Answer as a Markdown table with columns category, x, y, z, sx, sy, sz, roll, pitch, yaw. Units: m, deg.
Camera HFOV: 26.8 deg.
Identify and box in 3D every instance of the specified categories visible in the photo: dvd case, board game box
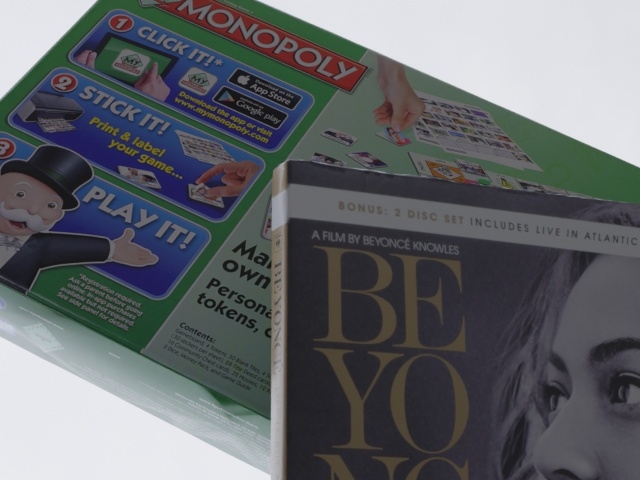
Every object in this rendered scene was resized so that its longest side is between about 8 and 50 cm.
| category | x | y | z | sx | sy | sz | roll | pitch | yaw |
| --- | --- | --- | --- | --- | --- | --- | --- | --- | --- |
| dvd case | 0.062 | 0.087 | 0.457 | 0.164 | 0.018 | 0.221 | 6 | -107 | -22 |
| board game box | 0.000 | 0.000 | 0.603 | 0.317 | 0.046 | 0.213 | 25 | -128 | 13 |
